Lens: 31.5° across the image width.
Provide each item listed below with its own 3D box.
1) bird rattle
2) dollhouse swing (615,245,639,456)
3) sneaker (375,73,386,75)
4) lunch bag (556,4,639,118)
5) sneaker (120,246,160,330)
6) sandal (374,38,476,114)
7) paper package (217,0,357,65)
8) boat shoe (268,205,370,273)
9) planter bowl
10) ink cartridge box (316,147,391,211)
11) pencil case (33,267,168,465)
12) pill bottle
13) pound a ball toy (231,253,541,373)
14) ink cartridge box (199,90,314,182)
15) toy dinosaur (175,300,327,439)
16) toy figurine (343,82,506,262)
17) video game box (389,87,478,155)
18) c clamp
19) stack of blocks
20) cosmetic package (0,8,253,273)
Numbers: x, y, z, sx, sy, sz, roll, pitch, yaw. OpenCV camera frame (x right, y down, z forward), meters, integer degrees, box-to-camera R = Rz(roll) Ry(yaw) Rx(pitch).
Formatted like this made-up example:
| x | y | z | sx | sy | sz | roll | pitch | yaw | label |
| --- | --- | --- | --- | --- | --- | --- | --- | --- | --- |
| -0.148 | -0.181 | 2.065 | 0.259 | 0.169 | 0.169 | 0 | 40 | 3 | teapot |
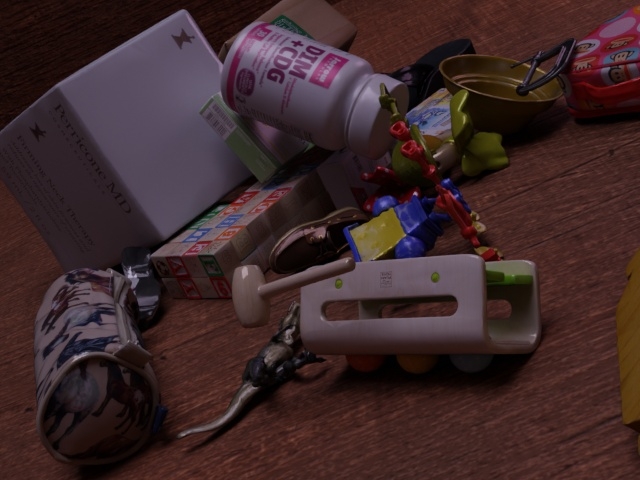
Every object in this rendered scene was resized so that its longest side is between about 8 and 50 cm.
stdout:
| x | y | z | sx | sy | sz | roll | pitch | yaw | label |
| --- | --- | --- | --- | --- | --- | --- | --- | --- | --- |
| 0.177 | -0.121 | 1.881 | 0.253 | 0.143 | 0.207 | -39 | 9 | 1 | bird rattle |
| 0.498 | 0.071 | 1.076 | 0.315 | 0.305 | 0.347 | -62 | 3 | 29 | dollhouse swing |
| 0.063 | -0.258 | 2.129 | 0.148 | 0.131 | 0.350 | -19 | 14 | 0 | sneaker |
| 0.529 | -0.286 | 1.812 | 0.293 | 0.120 | 0.258 | 0 | 32 | 48 | lunch bag |
| -0.302 | 0.092 | 1.929 | 0.072 | 0.077 | 0.178 | -3 | 42 | -2 | sneaker |
| 0.163 | -0.318 | 2.316 | 0.168 | 0.107 | 0.446 | -9 | 28 | 40 | sandal |
| -0.103 | -0.326 | 2.365 | 0.325 | 0.168 | 0.309 | -47 | -8 | -45 | paper package |
| 0.000 | 0.000 | 1.801 | 0.178 | 0.064 | 0.060 | -28 | 19 | -15 | boat shoe |
| 0.303 | -0.240 | 1.952 | 0.217 | 0.090 | 0.217 | 7 | 27 | -4 | planter bowl |
| 0.065 | -0.117 | 1.960 | 0.056 | 0.099 | 0.135 | -10 | 24 | 39 | ink cartridge box |
| -0.320 | 0.164 | 1.628 | 0.183 | 0.160 | 0.410 | -43 | 21 | 1 | pencil case |
| -0.008 | -0.244 | 1.877 | 0.283 | 0.160 | 0.160 | 24 | 43 | 20 | pill bottle |
| 0.072 | 0.092 | 1.352 | 0.319 | 0.135 | 0.208 | -6 | -8 | 41 | pound a ball toy |
| -0.090 | -0.217 | 2.043 | 0.056 | 0.171 | 0.235 | -43 | -2 | 39 | ink cartridge box |
| -0.069 | 0.170 | 1.480 | 0.118 | 0.064 | 0.268 | -25 | 15 | 47 | toy dinosaur |
| 0.087 | -0.036 | 1.612 | 0.217 | 0.191 | 0.362 | -37 | 35 | 11 | toy figurine |
| 0.229 | -0.223 | 2.106 | 0.205 | 0.048 | 0.187 | -38 | 26 | -30 | video game box |
| 0.363 | -0.282 | 1.875 | 0.137 | 0.022 | 0.160 | -28 | 20 | 32 | c clamp |
| -0.125 | -0.018 | 1.952 | 0.171 | 0.087 | 0.297 | -3 | 30 | 46 | stack of blocks |
| -0.362 | -0.169 | 2.143 | 0.327 | 0.329 | 0.394 | -40 | 11 | -36 | cosmetic package |
